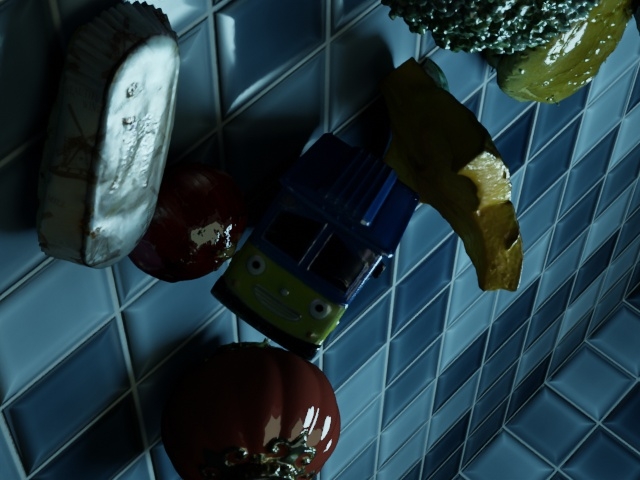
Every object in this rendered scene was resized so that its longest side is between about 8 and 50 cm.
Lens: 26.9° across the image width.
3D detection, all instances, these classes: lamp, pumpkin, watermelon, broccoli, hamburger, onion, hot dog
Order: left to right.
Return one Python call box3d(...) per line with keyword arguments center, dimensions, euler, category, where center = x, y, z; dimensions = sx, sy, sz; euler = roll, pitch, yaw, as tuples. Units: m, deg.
box3d(center=(-0.185, -0.089, 1.189), dimensions=(0.144, 0.075, 0.268), euler=(-32, 146, -50), category="hot dog")
box3d(center=(-0.136, -0.021, 1.327), dimensions=(0.131, 0.131, 0.131), euler=(-42, 155, -25), category="onion")
box3d(center=(-0.084, 0.234, 1.663), dimensions=(0.227, 0.227, 0.227), euler=(-42, 155, -25), category="lamp")
box3d(center=(0.135, -0.185, 1.706), dimensions=(0.061, 0.085, 0.085), euler=(-7, 148, -1), category="watermelon")
box3d(center=(0.136, -0.091, 1.606), dimensions=(0.095, 0.290, 0.258), euler=(-31, 135, -16), category="pumpkin")
box3d(center=(0.195, -0.335, 1.428), dimensions=(0.247, 0.263, 0.243), euler=(52, 42, -36), category="broccoli")
box3d(center=(0.322, -0.315, 1.751), dimensions=(0.309, 0.132, 0.211), euler=(-58, 159, 16), category="hamburger")

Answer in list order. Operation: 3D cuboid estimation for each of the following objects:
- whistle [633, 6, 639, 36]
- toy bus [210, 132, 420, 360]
box3d(center=(0.509, -0.396, 1.869), dimensions=(0.405, 0.188, 0.168), euler=(-36, 162, -49), category="whistle")
box3d(center=(0.000, 0.000, 1.459), dimensions=(0.175, 0.138, 0.288), euler=(-55, 180, 17), category="toy bus")
